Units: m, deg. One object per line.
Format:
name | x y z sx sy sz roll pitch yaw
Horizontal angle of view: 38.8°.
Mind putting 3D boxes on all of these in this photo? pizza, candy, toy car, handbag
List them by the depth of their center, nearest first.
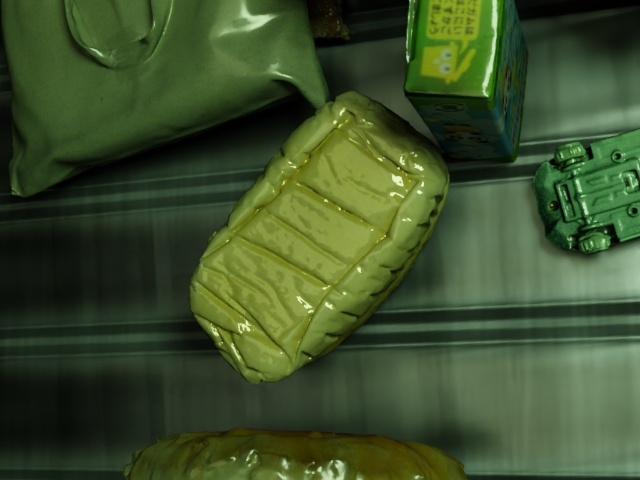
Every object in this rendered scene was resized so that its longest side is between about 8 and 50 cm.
candy | 0.111 -0.125 0.667 0.062 0.194 0.097 4 84 18
toy car | 0.256 -0.045 0.683 0.186 0.058 0.093 -18 78 27
handbag | -0.157 -0.193 0.808 0.316 0.109 0.253 -14 82 23
pizza | -0.022 -0.207 0.814 0.099 0.029 0.100 -22 75 23

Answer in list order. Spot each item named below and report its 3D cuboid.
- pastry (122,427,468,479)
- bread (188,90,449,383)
pastry | -0.014 0.200 0.649 0.257 0.236 0.120 -4 73 19
bread | 0.000 0.000 0.733 0.140 0.106 0.236 41 98 10
